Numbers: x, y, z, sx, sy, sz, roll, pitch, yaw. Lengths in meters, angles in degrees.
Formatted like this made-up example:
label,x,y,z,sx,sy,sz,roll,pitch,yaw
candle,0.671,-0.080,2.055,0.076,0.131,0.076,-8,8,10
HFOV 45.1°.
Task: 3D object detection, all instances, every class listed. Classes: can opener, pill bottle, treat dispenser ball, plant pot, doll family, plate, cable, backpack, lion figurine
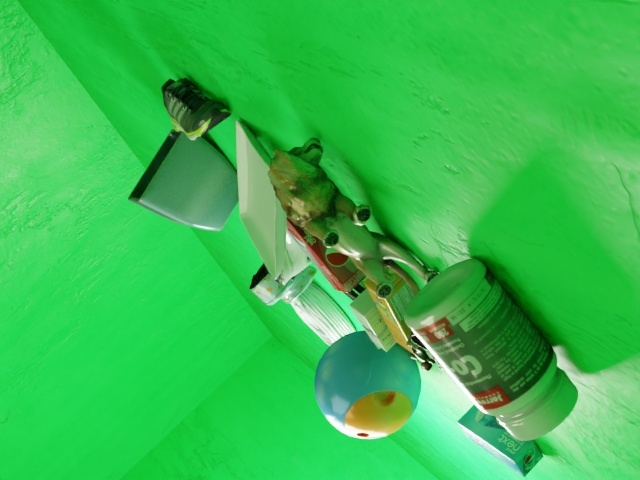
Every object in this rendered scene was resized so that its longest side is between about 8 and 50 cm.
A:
label,x,y,z,sx,sy,sz,roll,pitch,yaw
can opener,0.079,0.120,1.962,0.186,0.059,0.073,46,166,8
pill bottle,0.284,0.183,1.274,0.283,0.161,0.161,49,167,-8
treat dispenser ball,0.127,0.386,2.076,0.288,0.288,0.288,44,166,14
plant pot,-0.366,-0.154,2.211,0.252,0.248,0.247,33,172,-20
doll family,0.280,0.258,1.673,0.193,0.076,0.111,20,148,49
plate,-0.130,-0.097,1.752,0.278,0.045,0.277,-124,29,-48
cable,0.009,0.248,2.494,0.257,0.089,0.257,43,167,16
backpack,-0.111,0.106,2.236,0.144,0.188,0.166,49,166,-8
lion figurine,0.057,-0.015,1.481,0.392,0.142,0.240,50,174,-31

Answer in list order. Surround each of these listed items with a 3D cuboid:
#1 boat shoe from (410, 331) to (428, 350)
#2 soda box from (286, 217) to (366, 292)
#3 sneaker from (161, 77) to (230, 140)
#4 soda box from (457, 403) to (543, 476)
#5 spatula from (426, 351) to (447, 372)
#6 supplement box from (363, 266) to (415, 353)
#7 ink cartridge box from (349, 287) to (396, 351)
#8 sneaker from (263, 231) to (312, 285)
label,x,y,z,sx,sy,sz,roll,pitch,yaw
boat shoe,0.288,0.223,1.526,0.285,0.092,0.103,30,159,52
soda box,0.000,0.000,1.812,0.263,0.083,0.092,51,166,-13
sneaker,-0.313,-0.320,1.835,0.300,0.111,0.121,21,147,58
soda box,0.430,0.477,1.860,0.210,0.071,0.067,27,155,57
spatula,0.342,0.330,1.831,0.242,0.019,0.168,43,165,20
supplement box,0.177,0.150,1.703,0.078,0.080,0.233,33,159,44
ink cartridge box,0.154,0.184,1.808,0.061,0.104,0.181,33,161,49
sneaker,-0.087,-0.027,1.968,0.111,0.129,0.297,40,147,36
